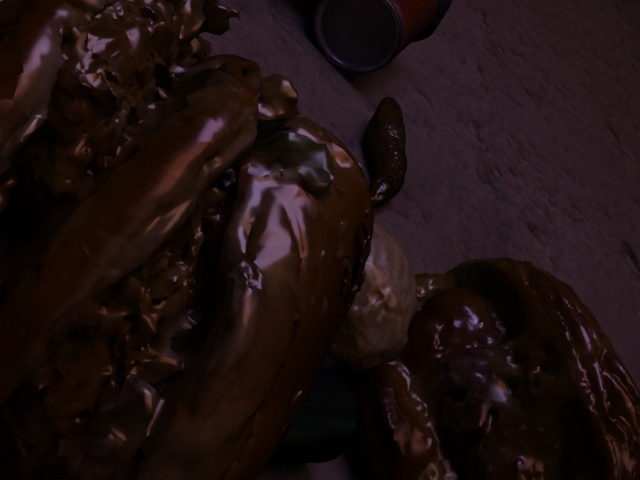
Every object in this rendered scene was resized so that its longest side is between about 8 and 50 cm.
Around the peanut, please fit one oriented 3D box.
[{"bbox_3d":[0.000,0.000,0.801,0.087,0.087,0.207,24,26,-42],"label":"peanut"}]

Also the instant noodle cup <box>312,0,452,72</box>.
[{"bbox_3d":[0.053,-0.225,1.167,0.127,0.127,0.136,46,36,-10],"label":"instant noodle cup"}]

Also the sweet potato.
[{"bbox_3d":[0.056,-0.072,1.058,0.041,0.038,0.153,21,43,-9],"label":"sweet potato"}]

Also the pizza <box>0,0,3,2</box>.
[{"bbox_3d":[-0.184,-0.094,0.693,0.193,0.053,0.201,45,27,-12],"label":"pizza"}]

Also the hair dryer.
[{"bbox_3d":[-0.056,0.046,0.731,0.100,0.057,0.198,14,40,-53],"label":"hair dryer"}]

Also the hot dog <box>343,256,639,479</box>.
[{"bbox_3d":[0.110,0.112,0.784,0.259,0.175,0.114,66,6,31],"label":"hot dog"}]

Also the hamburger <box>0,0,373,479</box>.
[{"bbox_3d":[-0.095,0.010,0.527,0.211,0.245,0.260,39,-11,-6],"label":"hamburger"}]
